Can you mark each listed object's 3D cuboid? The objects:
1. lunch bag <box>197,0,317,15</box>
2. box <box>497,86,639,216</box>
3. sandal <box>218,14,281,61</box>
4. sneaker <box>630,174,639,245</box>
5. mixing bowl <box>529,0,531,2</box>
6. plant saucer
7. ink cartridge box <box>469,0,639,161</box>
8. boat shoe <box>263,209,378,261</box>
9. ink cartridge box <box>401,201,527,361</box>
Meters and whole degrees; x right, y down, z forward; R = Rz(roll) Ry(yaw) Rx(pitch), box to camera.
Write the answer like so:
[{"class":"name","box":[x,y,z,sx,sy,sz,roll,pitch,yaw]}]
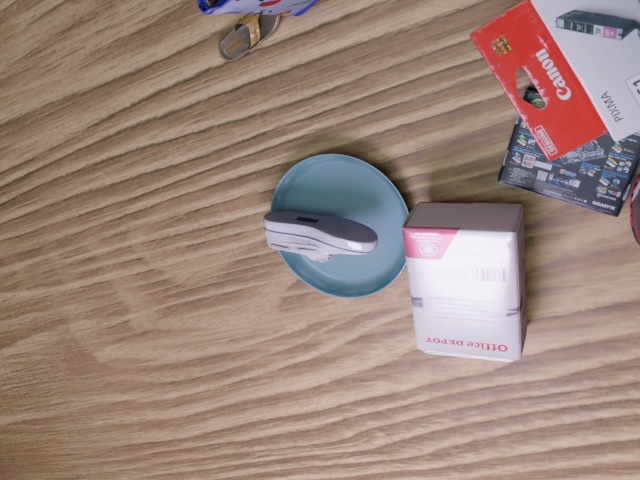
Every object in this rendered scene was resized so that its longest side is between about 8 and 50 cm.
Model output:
[{"class":"lunch bag","box":[-0.008,-0.547,1.101,0.386,0.328,0.238,-21,98,31]},{"class":"box","box":[0.443,-0.156,1.203,0.221,0.051,0.175,19,116,17]},{"class":"sandal","box":[-0.146,-0.420,1.371,0.180,0.049,0.072,-34,93,31]},{"class":"sneaker","box":[0.574,-0.098,1.119,0.098,0.135,0.275,15,116,17]},{"class":"mixing bowl","box":[0.404,-0.447,1.073,0.182,0.098,0.181,9,121,15]},{"class":"plant saucer","box":[0.044,-0.031,1.440,0.318,0.044,0.317,8,113,21]},{"class":"ink cartridge box","box":[0.405,-0.275,1.082,0.239,0.060,0.275,-29,107,29]},{"class":"boat shoe","box":[0.000,0.000,1.404,0.258,0.095,0.084,14,119,31]},{"class":"ink cartridge box","box":[0.281,0.077,1.308,0.208,0.117,0.282,3,120,24]}]
